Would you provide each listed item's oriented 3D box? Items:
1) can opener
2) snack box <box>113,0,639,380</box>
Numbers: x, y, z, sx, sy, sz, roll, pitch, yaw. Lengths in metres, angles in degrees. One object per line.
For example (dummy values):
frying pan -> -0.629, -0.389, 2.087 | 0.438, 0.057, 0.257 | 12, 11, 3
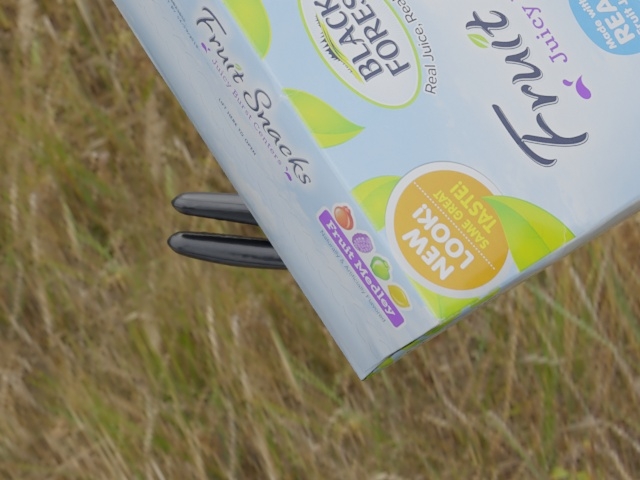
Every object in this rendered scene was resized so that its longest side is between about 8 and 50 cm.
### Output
can opener -> 0.000, 0.000, 0.921 | 0.186, 0.059, 0.073 | 14, 5, 2
snack box -> 0.055, -0.080, 0.508 | 0.207, 0.070, 0.174 | -31, 83, -26
